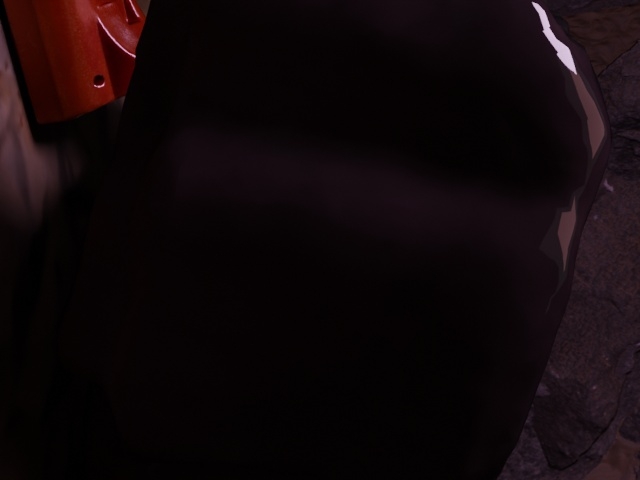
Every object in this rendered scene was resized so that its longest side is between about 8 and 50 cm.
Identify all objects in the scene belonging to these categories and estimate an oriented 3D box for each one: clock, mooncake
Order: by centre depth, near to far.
[{"bbox_3d":[0.000,0.000,0.578,0.381,0.212,0.351,-70,171,-85],"label":"mooncake"},{"bbox_3d":[-0.129,-0.150,0.582,0.113,0.061,0.155,-74,152,-71],"label":"clock"}]

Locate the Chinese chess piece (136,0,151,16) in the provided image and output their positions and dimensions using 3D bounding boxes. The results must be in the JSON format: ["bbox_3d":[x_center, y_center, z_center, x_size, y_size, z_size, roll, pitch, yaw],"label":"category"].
[{"bbox_3d":[-0.069,-0.147,0.892,0.251,0.097,0.251,-10,90,-84],"label":"Chinese chess piece"}]
